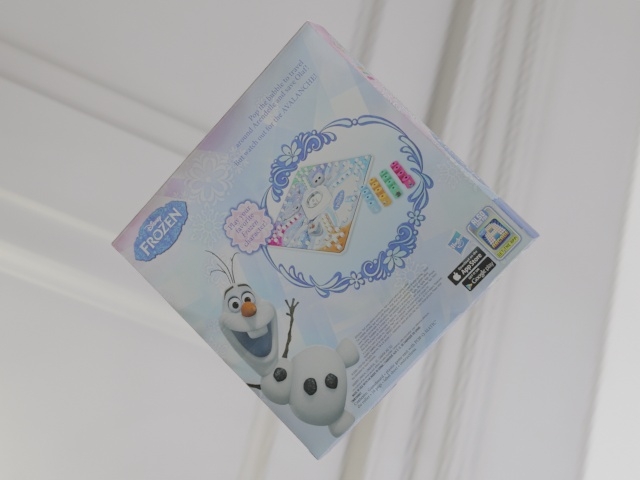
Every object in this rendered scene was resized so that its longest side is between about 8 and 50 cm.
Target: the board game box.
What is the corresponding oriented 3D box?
[{"bbox_3d":[0.000,0.000,0.377,0.090,0.090,0.020,-47,171,13],"label":"board game box"}]
